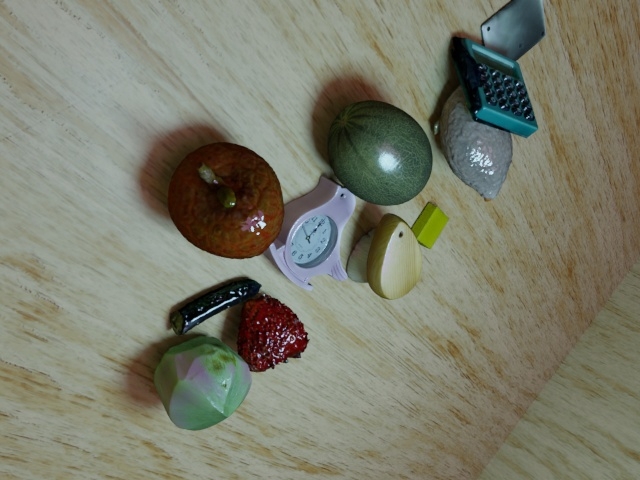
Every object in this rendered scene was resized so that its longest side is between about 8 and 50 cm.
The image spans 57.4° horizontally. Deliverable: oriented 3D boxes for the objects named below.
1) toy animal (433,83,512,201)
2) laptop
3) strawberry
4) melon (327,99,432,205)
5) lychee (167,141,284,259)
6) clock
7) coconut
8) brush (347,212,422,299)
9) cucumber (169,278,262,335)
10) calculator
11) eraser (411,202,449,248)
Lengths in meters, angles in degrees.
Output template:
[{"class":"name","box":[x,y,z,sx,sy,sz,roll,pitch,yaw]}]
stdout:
[{"class":"toy animal","box":[0.439,-0.287,1.673,0.226,0.188,0.359,-10,87,-38]},{"class":"laptop","box":[0.581,-0.624,1.744,0.269,0.015,0.188,-40,133,-16]},{"class":"strawberry","box":[-0.136,0.236,1.514,0.184,0.186,0.202,-54,130,-55]},{"class":"melon","box":[0.145,-0.216,1.445,0.301,0.237,0.238,34,90,-46]},{"class":"lychee","box":[-0.193,-0.085,1.230,0.255,0.255,0.300,-35,167,-20]},{"class":"clock","box":[0.000,0.000,1.558,0.275,0.080,0.290,-45,135,-11]},{"class":"coconut","box":[-0.281,0.343,1.401,0.205,0.236,0.236,-54,135,1]},{"class":"brush","box":[0.180,0.027,1.664,0.174,0.166,0.267,-22,126,-28]},{"class":"cucumber","box":[-0.254,0.150,1.443,0.245,0.067,0.067,-29,129,-28]},{"class":"calculator","box":[0.478,-0.420,1.598,0.248,0.274,0.058,11,149,-30]},{"class":"eraser","box":[0.343,-0.045,1.848,0.097,0.045,0.122,31,91,-46]}]
